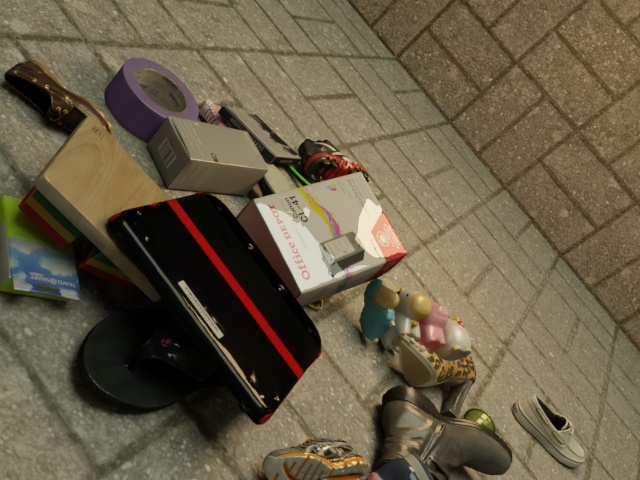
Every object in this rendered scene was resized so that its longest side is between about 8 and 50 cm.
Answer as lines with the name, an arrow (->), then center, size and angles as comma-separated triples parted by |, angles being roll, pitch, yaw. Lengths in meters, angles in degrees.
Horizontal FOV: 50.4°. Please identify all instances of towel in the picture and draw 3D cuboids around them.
towel -> 0.195, 0.160, 1.744 | 0.110, 0.027, 0.148 | 9, 47, -48

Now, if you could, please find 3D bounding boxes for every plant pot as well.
plant pot -> 0.347, 0.442, 1.567 | 0.079, 0.083, 0.083 | -21, 72, -47

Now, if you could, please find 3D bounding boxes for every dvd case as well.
dvd case -> -0.146, -0.260, 1.707 | 0.179, 0.029, 0.239 | 44, 14, 6

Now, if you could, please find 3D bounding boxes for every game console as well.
game console -> -0.158, 0.091, 1.149 | 0.386, 0.060, 0.342 | 53, 20, 1

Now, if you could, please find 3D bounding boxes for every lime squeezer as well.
lime squeezer -> -0.016, -0.088, 1.729 | 0.110, 0.059, 0.310 | 24, 38, -38

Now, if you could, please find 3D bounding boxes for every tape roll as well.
tape roll -> -0.365, -0.302, 1.484 | 0.189, 0.080, 0.189 | 34, 32, -25

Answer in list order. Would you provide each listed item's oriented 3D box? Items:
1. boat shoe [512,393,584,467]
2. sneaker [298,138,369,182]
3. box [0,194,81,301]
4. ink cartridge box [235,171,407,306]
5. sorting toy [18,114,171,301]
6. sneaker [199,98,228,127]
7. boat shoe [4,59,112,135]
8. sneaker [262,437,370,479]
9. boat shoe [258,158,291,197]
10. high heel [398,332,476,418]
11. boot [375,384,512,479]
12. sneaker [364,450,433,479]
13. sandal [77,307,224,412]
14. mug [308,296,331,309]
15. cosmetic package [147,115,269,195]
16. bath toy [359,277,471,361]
boat shoe -> 0.644, 0.515, 1.860 | 0.267, 0.088, 0.096 | 44, 29, -8
sneaker -> 0.034, -0.214, 1.906 | 0.276, 0.097, 0.135 | 14, 37, -52
box -> -0.431, 0.020, 1.035 | 0.109, 0.042, 0.178 | 17, 41, -45
ink cartridge box -> 0.000, 0.000, 1.448 | 0.306, 0.131, 0.226 | -18, 74, -39
sorting toy -> -0.350, -0.042, 1.117 | 0.255, 0.089, 0.257 | 50, 17, -25
sneaker -> -0.264, -0.297, 1.645 | 0.070, 0.051, 0.134 | 36, 23, -30
boat shoe -> -0.488, -0.249, 1.264 | 0.207, 0.073, 0.073 | 37, 31, -6
sneaker -> -0.016, 0.375, 1.151 | 0.215, 0.084, 0.083 | 20, 19, -41
boat shoe -> -0.096, -0.083, 1.588 | 0.254, 0.079, 0.095 | 54, 27, 6
high heel -> 0.275, 0.272, 1.606 | 0.261, 0.093, 0.186 | 55, 43, -19
boot -> 0.251, 0.463, 1.384 | 0.338, 0.118, 0.222 | 28, 36, -13
sneaker -> 0.165, 0.543, 1.183 | 0.131, 0.112, 0.319 | -17, 76, -14
sandal -> -0.191, 0.166, 1.119 | 0.446, 0.107, 0.167 | 3, 52, -53
mug -> -0.008, 0.105, 1.500 | 0.064, 0.062, 0.078 | 21, 31, -27
cosmetic package -> -0.241, -0.179, 1.483 | 0.238, 0.107, 0.127 | -4, 56, -51
bath toy -> 0.242, 0.198, 1.641 | 0.348, 0.151, 0.129 | 26, 33, -41
